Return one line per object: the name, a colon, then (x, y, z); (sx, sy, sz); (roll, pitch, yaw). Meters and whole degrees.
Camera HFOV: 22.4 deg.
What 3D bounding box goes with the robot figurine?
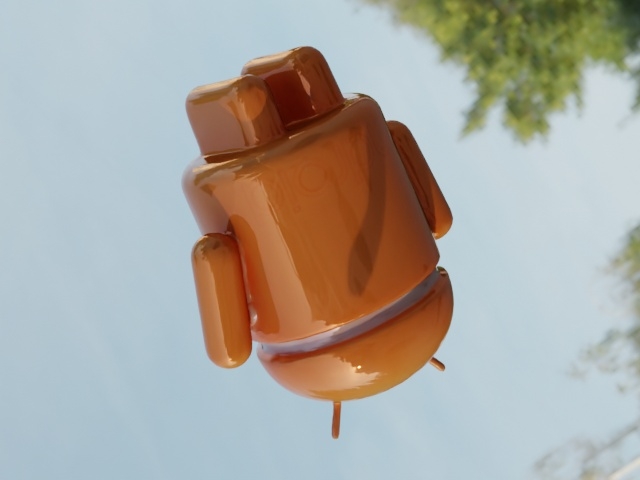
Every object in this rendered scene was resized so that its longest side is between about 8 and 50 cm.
robot figurine: (-0.002, 0.001, 0.938); (0.219, 0.128, 0.158); (66, -160, -13)
